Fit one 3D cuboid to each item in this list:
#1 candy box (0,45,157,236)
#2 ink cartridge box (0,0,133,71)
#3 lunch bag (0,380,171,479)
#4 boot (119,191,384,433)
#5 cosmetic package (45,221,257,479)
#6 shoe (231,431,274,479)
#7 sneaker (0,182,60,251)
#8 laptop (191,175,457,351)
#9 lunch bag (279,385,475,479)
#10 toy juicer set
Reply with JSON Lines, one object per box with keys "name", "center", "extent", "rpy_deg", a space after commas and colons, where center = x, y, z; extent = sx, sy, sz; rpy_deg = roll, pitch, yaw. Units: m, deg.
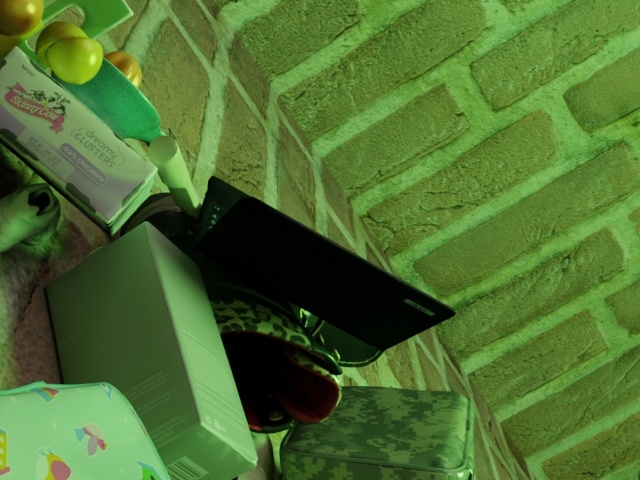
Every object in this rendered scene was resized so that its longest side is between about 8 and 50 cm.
{"name": "candy box", "center": [-0.240, -0.086, 1.062], "extent": [0.165, 0.070, 0.196], "rpy_deg": [42, -9, -5]}
{"name": "ink cartridge box", "center": [-0.336, -0.307, 1.226], "extent": [0.235, 0.171, 0.056], "rpy_deg": [56, 11, -20]}
{"name": "lunch bag", "center": [-0.177, 0.210, 0.721], "extent": [0.224, 0.108, 0.279], "rpy_deg": [64, 12, 10]}
{"name": "boot", "center": [-0.041, 0.107, 1.269], "extent": [0.377, 0.138, 0.284], "rpy_deg": [32, 14, -30]}
{"name": "cosmetic package", "center": [-0.158, 0.115, 1.016], "extent": [0.107, 0.127, 0.238], "rpy_deg": [47, 18, -46]}
{"name": "shoe", "center": [-0.090, 0.236, 1.124], "extent": [0.058, 0.076, 0.219], "rpy_deg": [59, 12, -31]}
{"name": "sneaker", "center": [-0.270, -0.027, 1.066], "extent": [0.053, 0.061, 0.152], "rpy_deg": [56, 10, -5]}
{"name": "laptop", "center": [0.000, 0.000, 1.167], "extent": [0.234, 0.136, 0.264], "rpy_deg": [30, 25, -13]}
{"name": "lunch bag", "center": [0.062, 0.317, 1.233], "extent": [0.305, 0.212, 0.256], "rpy_deg": [-46, 136, -79]}
{"name": "toy juicer set", "center": [-0.215, -0.161, 1.134], "extent": [0.329, 0.089, 0.209], "rpy_deg": [41, -13, -8]}
